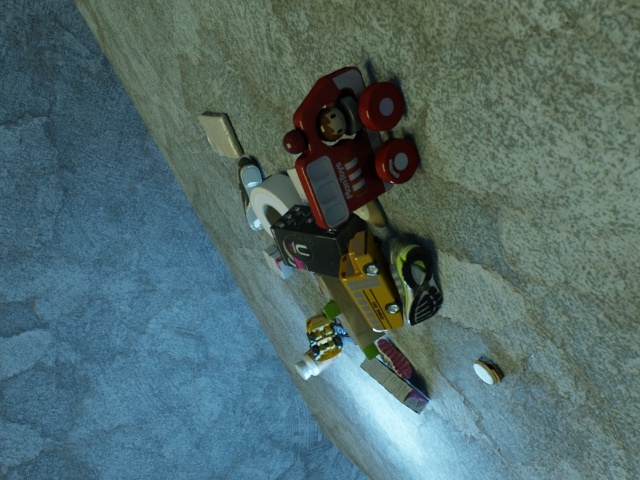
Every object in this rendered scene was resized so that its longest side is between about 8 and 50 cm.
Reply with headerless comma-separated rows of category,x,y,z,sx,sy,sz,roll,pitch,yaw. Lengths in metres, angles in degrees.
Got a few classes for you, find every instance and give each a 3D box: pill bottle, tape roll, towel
pill bottle,-0.015,0.583,2.290,0.121,0.216,0.121,45,155,27
tape roll,-0.130,-0.101,1.705,0.286,0.100,0.286,38,153,24
towel,-0.432,-0.451,1.979,0.282,0.049,0.187,24,142,54

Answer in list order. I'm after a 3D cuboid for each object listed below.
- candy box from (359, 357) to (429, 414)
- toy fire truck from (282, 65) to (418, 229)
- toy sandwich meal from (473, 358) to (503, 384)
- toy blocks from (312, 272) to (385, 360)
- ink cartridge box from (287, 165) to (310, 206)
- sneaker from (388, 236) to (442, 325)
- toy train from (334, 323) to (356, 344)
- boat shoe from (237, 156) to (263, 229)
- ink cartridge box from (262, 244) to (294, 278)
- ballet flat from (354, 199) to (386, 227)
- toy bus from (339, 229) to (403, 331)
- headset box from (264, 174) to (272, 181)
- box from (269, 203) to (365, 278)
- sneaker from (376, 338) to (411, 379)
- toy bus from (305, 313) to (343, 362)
candy box,0.275,0.533,1.735,0.233,0.071,0.159,34,173,46
toy fire truck,0.052,-0.203,1.013,0.169,0.253,0.302,22,139,55
toy sandwich meal,0.448,0.349,1.243,0.085,0.029,0.086,49,162,22
toy blocks,0.086,0.218,1.678,0.381,0.190,0.261,60,170,-6
ink cartridge box,-0.001,-0.156,1.464,0.189,0.066,0.232,64,161,-17
sneaker,0.250,0.109,1.261,0.121,0.111,0.300,-124,16,-52
toy train,0.124,0.372,1.896,0.105,0.080,0.184,52,159,-4
boat shoe,-0.281,-0.198,1.951,0.095,0.112,0.335,-120,19,-45
ink cartridge box,-0.203,0.101,2.232,0.150,0.063,0.109,34,149,45
ballet flat,0.095,-0.122,1.279,0.232,0.073,0.080,58,159,-5
toy bus,0.152,0.124,1.338,0.130,0.108,0.333,-14,132,22
headset box,-0.190,-0.211,1.817,0.083,0.032,0.062,53,157,13
box,0.000,0.000,1.459,0.270,0.143,0.165,9,133,38
sneaker,0.268,0.437,1.704,0.170,0.063,0.075,47,164,20
toy bus,-0.004,0.422,2.181,0.211,0.149,0.220,-125,17,-52
